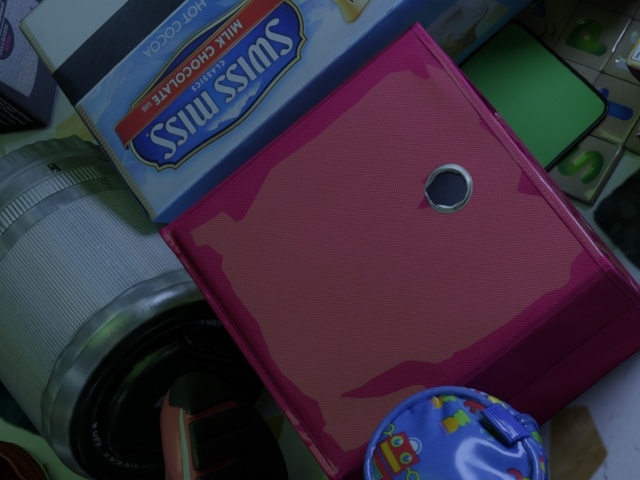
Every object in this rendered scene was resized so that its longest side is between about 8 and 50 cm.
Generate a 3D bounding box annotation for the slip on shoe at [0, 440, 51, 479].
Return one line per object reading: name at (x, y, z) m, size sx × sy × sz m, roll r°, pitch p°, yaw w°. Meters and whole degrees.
slip on shoe at (-0.249, 0.297, 1.703) m, size 0.123 × 0.101 × 0.331 m, roll -40°, pitch 54°, yaw 4°

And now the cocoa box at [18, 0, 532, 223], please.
cocoa box at (-0.035, -0.198, 1.690) m, size 0.347 × 0.231 × 0.228 m, roll -40°, pitch 73°, yaw 17°

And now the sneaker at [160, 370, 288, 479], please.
sneaker at (-0.096, 0.266, 1.579) m, size 0.136 × 0.116 × 0.313 m, roll -20°, pitch 80°, yaw 33°

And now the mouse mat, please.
mouse mat at (0.147, -0.096, 1.720) m, size 0.190 × 0.007 × 0.152 m, roll -43°, pitch 53°, yaw 3°

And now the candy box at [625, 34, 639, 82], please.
candy box at (0.376, -0.222, 1.553) m, size 0.088 × 0.183 × 0.316 m, roll 20°, pitch 77°, yaw 37°

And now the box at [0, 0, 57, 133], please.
box at (-0.357, -0.253, 2.007) m, size 0.142 × 0.163 × 0.247 m, roll -7°, pitch 63°, yaw 29°

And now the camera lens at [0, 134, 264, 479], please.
camera lens at (-0.190, 0.063, 1.712) m, size 0.219 × 0.219 × 0.274 m, roll -46°, pitch 52°, yaw 2°

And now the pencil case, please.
pencil case at (0.118, 0.206, 1.419) m, size 0.133 × 0.306 × 0.119 m, roll -42°, pitch 64°, yaw -8°

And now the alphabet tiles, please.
alphabet tiles at (0.220, -0.190, 1.737) m, size 0.343 × 0.011 × 0.285 m, roll 25°, pitch 80°, yaw 37°

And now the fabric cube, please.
fabric cube at (0.079, 0.030, 1.521) m, size 0.258 × 0.259 × 0.254 m, roll -38°, pitch 68°, yaw 8°
